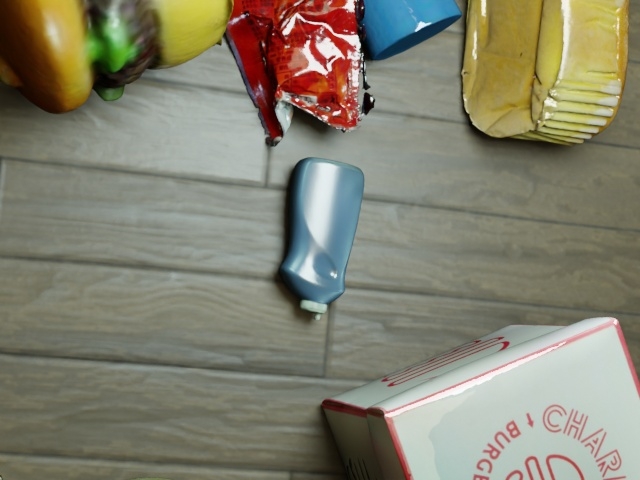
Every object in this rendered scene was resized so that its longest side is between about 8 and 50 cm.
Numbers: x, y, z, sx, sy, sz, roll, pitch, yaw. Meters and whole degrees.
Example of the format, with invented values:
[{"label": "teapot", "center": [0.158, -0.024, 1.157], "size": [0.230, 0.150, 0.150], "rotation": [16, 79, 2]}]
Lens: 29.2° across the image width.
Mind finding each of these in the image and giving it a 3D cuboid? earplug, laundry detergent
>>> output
[{"label": "earplug", "center": [0.069, -0.387, 1.613], "size": [0.132, 0.132, 0.273], "rotation": [-25, 89, -17]}, {"label": "laundry detergent", "center": [-0.001, 0.000, 1.592], "size": [0.097, 0.061, 0.206], "rotation": [10, 84, -24]}]

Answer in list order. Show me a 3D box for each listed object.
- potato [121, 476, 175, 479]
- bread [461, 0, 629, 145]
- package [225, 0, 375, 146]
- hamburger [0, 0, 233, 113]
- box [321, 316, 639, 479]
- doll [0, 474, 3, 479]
[{"label": "potato", "center": [-0.187, 0.437, 1.417], "size": [0.243, 0.221, 0.326], "rotation": [-27, 97, -26]}, {"label": "bread", "center": [0.310, -0.271, 1.646], "size": [0.156, 0.204, 0.288], "rotation": [1, 88, -34]}, {"label": "package", "center": [-0.033, -0.262, 1.580], "size": [0.194, 0.071, 0.269], "rotation": [-9, 97, 4]}, {"label": "hamburger", "center": [-0.296, -0.350, 1.369], "size": [0.277, 0.396, 0.395], "rotation": [-25, 93, -16]}, {"label": "box", "center": [0.216, 0.289, 1.505], "size": [0.312, 0.300, 0.314], "rotation": [-20, 92, -17]}, {"label": "doll", "center": [-0.467, 0.318, 1.395], "size": [0.221, 0.143, 0.135], "rotation": [-34, 97, -23]}]
